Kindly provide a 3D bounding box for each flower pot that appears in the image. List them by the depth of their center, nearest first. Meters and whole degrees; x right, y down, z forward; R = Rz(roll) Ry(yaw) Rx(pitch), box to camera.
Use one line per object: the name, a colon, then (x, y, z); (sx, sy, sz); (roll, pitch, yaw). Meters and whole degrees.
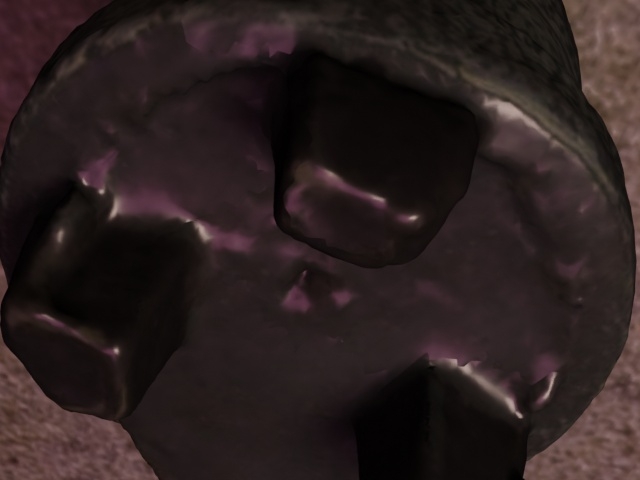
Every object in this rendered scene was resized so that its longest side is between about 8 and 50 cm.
flower pot: (0.000, 0.000, 0.585); (0.299, 0.283, 0.299); (3, 126, 5)
